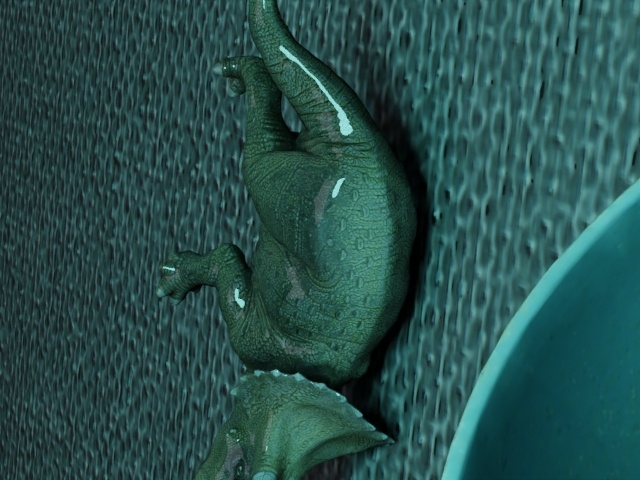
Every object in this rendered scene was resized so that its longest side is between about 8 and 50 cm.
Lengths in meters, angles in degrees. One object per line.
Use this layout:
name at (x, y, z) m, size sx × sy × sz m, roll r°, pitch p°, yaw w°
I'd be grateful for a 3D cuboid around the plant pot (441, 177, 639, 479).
plant pot at (0.190, 0.106, 0.401) m, size 0.290 × 0.290 × 0.195 m, roll 54°, pitch 173°, yaw 51°

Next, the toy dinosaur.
toy dinosaur at (0.000, 0.000, 0.963) m, size 0.160 × 0.121 × 0.314 m, roll 40°, pitch 121°, yaw 44°
